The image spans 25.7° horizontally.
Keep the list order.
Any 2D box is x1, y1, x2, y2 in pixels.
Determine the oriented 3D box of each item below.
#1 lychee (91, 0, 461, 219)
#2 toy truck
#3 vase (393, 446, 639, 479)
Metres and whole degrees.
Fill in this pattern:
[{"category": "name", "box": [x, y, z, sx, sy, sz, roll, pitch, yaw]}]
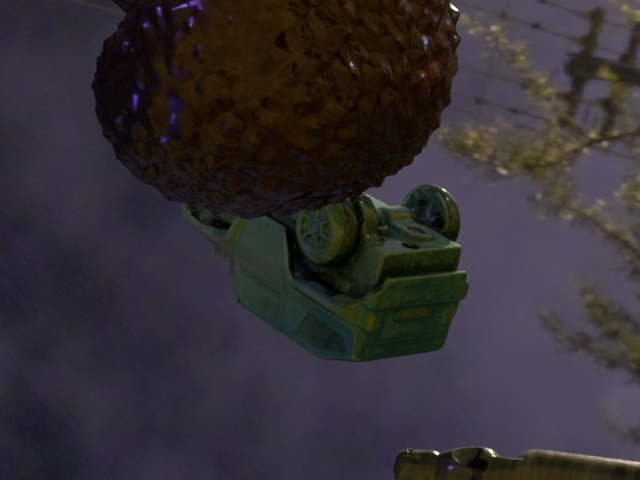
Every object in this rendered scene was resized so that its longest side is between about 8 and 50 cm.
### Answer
[{"category": "lychee", "box": [-0.033, -0.131, 1.006, 0.261, 0.260, 0.260, -4, -79, -22]}, {"category": "toy truck", "box": [0.000, 0.000, 1.285, 0.155, 0.279, 0.156, -4, -66, -41]}, {"category": "vase", "box": [0.161, 0.195, 1.118, 0.211, 0.060, 0.059, 5, -81, 16]}]
